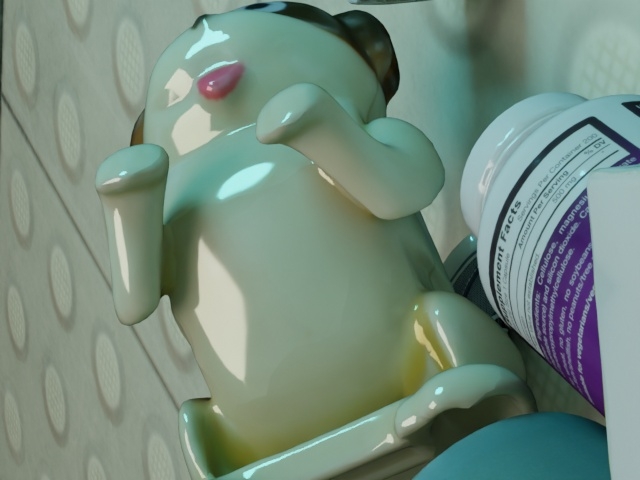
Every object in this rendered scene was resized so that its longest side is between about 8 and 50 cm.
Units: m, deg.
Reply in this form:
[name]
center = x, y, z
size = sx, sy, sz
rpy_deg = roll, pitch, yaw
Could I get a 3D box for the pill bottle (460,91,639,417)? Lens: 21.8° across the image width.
[pill bottle]
center = 0.217, 0.025, 1.019
size = 0.323, 0.181, 0.181
rpy_deg = -133, 42, -53

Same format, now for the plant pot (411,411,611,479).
[plant pot]
center = 0.187, 0.275, 0.989
size = 0.235, 0.293, 0.293
rpy_deg = 20, 115, 52

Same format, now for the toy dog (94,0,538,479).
[toy dog]
center = 0.000, 0.000, 1.260
size = 0.284, 0.395, 0.408
rpy_deg = -28, 68, 22

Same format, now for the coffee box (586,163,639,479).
[coffee box]
center = 0.334, 0.121, 0.592
size = 0.334, 0.338, 0.337
rpy_deg = -176, 79, -66

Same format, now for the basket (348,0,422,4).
[basket]
center = 0.083, -0.274, 1.310
size = 0.103, 0.113, 0.167
rpy_deg = 8, 105, 63

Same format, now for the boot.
[boot]
center = 0.137, 0.078, 1.370
size = 0.086, 0.069, 0.190
rpy_deg = 54, 151, 33
